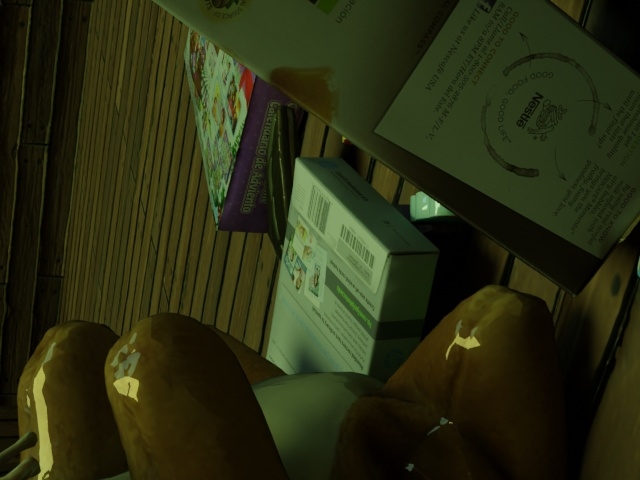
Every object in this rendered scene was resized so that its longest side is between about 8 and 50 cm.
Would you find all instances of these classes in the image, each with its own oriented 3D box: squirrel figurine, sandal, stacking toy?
[{"bbox_3d":[-0.079,0.232,0.641,0.281,0.370,0.396,-1,100,42],"label":"squirrel figurine"},{"bbox_3d":[0.000,0.000,1.031,0.090,0.060,0.219,134,122,-73],"label":"sandal"},{"bbox_3d":[0.065,-0.018,0.821,0.221,0.052,0.166,158,114,-70],"label":"stacking toy"}]

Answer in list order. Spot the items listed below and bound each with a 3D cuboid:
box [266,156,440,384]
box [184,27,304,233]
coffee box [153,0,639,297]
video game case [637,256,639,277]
[{"bbox_3d":[0.012,0.059,0.834,0.145,0.038,0.186,-132,47,-55],"label":"box"},{"bbox_3d":[-0.078,-0.178,1.293,0.293,0.057,0.201,-105,24,-44],"label":"box"},{"bbox_3d":[0.032,-0.093,0.588,0.098,0.246,0.141,-54,23,7],"label":"coffee box"},{"bbox_3d":[0.161,-0.009,0.444,0.119,0.015,0.166,54,157,38],"label":"video game case"}]
